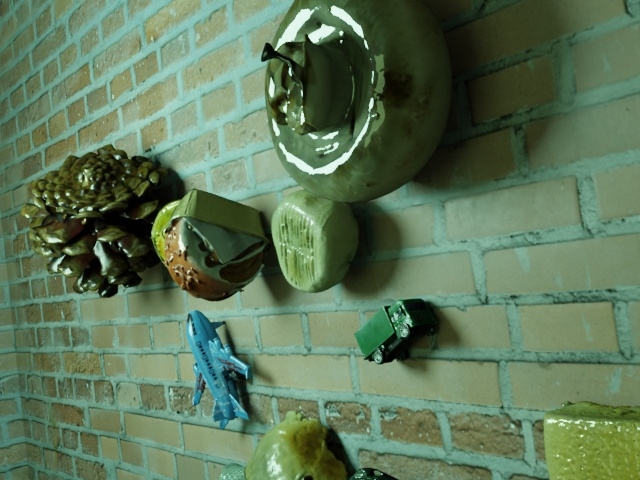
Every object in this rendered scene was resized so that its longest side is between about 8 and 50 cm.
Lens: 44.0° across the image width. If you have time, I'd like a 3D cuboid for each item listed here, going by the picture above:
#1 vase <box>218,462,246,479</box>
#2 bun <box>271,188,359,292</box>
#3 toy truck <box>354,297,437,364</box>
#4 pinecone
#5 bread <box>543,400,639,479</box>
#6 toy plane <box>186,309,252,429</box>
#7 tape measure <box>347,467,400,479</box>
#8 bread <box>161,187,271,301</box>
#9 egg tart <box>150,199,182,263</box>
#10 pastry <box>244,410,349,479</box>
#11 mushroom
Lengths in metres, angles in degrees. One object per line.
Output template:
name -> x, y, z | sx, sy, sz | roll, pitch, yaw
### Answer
vase -> -0.149, 0.517, 1.722 | 0.149, 0.081, 0.081 | -27, 73, 47
bun -> 0.000, 0.000, 1.437 | 0.178, 0.128, 0.193 | 25, 125, 48
toy truck -> 0.129, 0.153, 1.336 | 0.147, 0.065, 0.079 | -49, 54, 44
pinecone -> -0.529, -0.022, 1.953 | 0.384, 0.384, 0.384 | 8, 101, 51
bread -> 0.413, 0.294, 0.962 | 0.275, 0.114, 0.184 | -11, 82, 50
toy plane -> -0.233, 0.282, 1.774 | 0.254, 0.105, 0.271 | -33, 68, 47
tape measure -> 0.127, 0.505, 1.348 | 0.235, 0.115, 0.207 | 12, 109, 47
bread -> -0.218, 0.016, 1.628 | 0.142, 0.224, 0.211 | -35, 45, 48
egg tart -> -0.299, 0.010, 1.787 | 0.213, 0.090, 0.212 | 9, 112, 23
pastry -> -0.066, 0.481, 1.532 | 0.236, 0.170, 0.256 | -59, 43, 35
mushroom -> 0.025, -0.236, 1.236 | 0.362, 0.295, 0.362 | 12, 105, 50
